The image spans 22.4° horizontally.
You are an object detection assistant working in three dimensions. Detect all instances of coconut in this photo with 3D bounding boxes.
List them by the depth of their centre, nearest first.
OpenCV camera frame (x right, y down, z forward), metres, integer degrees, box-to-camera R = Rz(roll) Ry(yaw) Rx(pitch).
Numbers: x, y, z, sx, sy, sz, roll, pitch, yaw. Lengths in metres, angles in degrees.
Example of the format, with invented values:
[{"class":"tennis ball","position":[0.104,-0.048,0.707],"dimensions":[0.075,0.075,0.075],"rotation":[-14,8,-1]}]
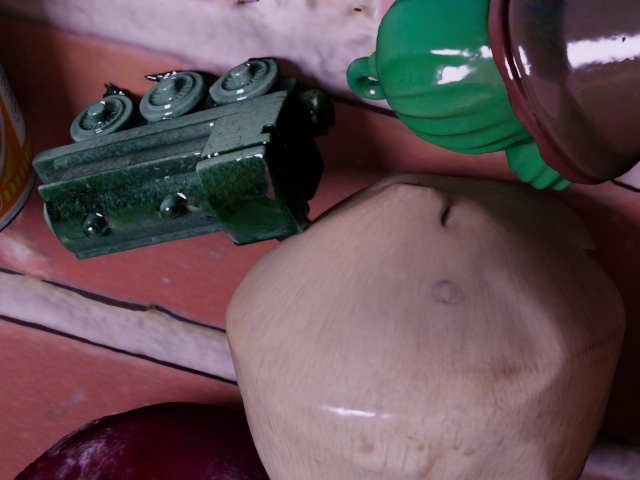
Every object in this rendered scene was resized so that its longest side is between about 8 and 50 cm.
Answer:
[{"class":"coconut","position":[0.058,0.055,0.851],"dimensions":[0.224,0.224,0.224],"rotation":[7,132,8]}]

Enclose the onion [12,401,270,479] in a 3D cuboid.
[{"class":"onion","position":[-0.088,0.238,1.012],"dimensions":[0.281,0.260,0.337],"rotation":[-4,149,27]}]

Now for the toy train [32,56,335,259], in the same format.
[{"class":"toy train","position":[-0.076,-0.039,0.858],"dimensions":[0.170,0.111,0.071],"rotation":[-11,123,23]}]

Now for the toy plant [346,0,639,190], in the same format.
[{"class":"toy plant","position":[0.107,-0.079,0.787],"dimensions":[0.200,0.105,0.143],"rotation":[-4,147,41]}]

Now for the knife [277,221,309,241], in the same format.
[{"class":"knife","position":[0.000,0.000,0.941],"dimensions":[0.170,0.010,0.023],"rotation":[20,132,-6]}]

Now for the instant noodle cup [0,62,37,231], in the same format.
[{"class":"instant noodle cup","position":[-0.235,-0.086,0.838],"dimensions":[0.168,0.168,0.185],"rotation":[-4,138,18]}]
